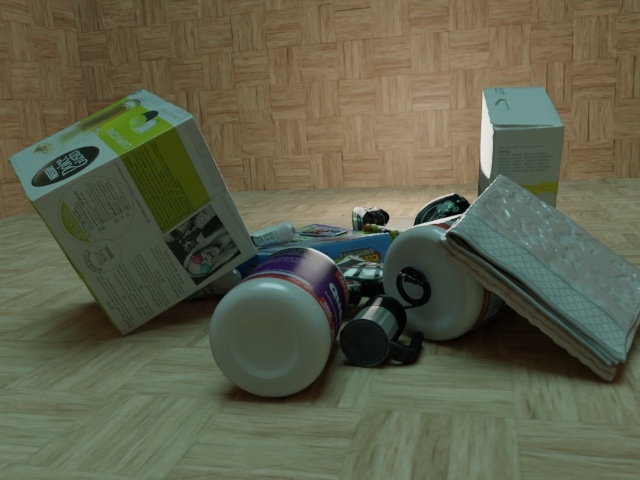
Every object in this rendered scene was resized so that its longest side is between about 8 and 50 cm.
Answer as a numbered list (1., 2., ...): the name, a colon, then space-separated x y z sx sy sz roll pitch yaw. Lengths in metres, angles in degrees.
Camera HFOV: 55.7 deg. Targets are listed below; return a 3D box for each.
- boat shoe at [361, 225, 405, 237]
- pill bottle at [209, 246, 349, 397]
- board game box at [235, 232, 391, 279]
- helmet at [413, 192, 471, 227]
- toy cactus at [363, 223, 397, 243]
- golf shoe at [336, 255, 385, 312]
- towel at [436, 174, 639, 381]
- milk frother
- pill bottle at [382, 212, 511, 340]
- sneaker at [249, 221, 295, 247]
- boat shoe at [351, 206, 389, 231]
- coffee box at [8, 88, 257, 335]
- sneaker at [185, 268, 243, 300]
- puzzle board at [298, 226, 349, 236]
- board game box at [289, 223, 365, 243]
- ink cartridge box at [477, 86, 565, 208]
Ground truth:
1. boat shoe: 0.195 -0.017 1.897 0.152 0.056 0.049 0 7 17
2. pill bottle: -0.051 0.115 1.012 0.182 0.181 0.323 -2 12 11
3. board game box: -0.038 0.050 1.446 0.302 0.086 0.308 -9 3 -27
4. helmet: 0.331 -0.033 1.643 0.162 0.169 0.169 -37 19 -10
5. toy cactus: 0.185 0.029 1.601 0.181 0.112 0.219 26 4 22
6. golf shoe: 0.107 0.074 1.257 0.273 0.105 0.120 -6 47 -17
7. towel: 0.385 0.036 1.011 0.332 0.053 0.317 39 38 13
8. milk frother: 0.113 0.123 1.018 0.129 0.143 0.135 5 14 19
9. pill bottle: 0.308 0.046 1.168 0.363 0.210 0.210 -14 15 -42
10. sneaker: -0.128 -0.006 1.490 0.152 0.053 0.061 -16 3 35
11. boat shoe: 0.173 -0.069 2.060 0.093 0.102 0.285 -5 5 17
12. coffee box: -0.400 -0.075 1.291 0.335 0.338 0.338 -33 34 -17
13. sneaker: -0.280 0.110 1.422 0.212 0.080 0.094 -5 21 32
14. puzzle board: 0.011 -0.028 1.896 0.128 0.011 0.096 5 15 34
15. board game box: 0.000 0.000 1.907 0.214 0.046 0.317 -13 15 -36
16. ink cartridge box: 0.492 -0.162 1.529 0.161 0.384 0.279 -1 32 10
